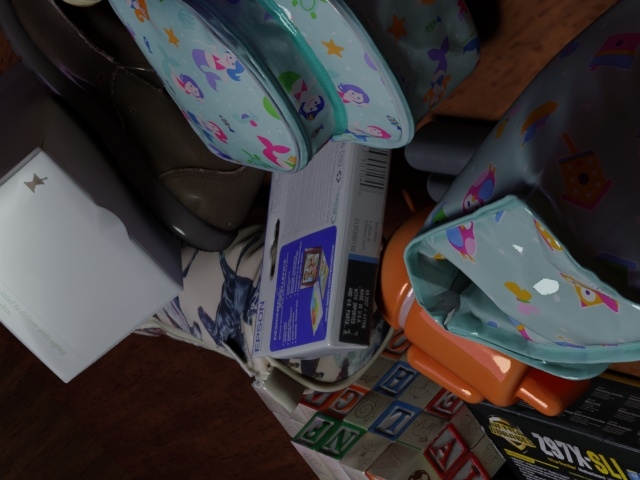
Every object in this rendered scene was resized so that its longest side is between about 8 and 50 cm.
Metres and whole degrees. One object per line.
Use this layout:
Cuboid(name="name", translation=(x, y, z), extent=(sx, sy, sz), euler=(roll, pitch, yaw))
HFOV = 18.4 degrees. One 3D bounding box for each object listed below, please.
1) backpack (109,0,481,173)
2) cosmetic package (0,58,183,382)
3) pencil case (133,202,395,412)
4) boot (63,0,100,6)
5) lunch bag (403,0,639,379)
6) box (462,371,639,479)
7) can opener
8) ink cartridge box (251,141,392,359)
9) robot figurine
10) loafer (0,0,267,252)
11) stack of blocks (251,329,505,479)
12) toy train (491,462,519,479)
Cuboid(name="backpack", translation=(-0.016, -0.165, 1.443), extent=(0.253, 0.191, 0.225), euler=(11, 142, 49))
Cuboid(name="cosmetic package", translation=(-0.252, -0.045, 1.931), extent=(0.197, 0.155, 0.365), euler=(48, -167, -19))
Cuboid(name="pencil case", translation=(-0.095, 0.048, 2.020), extent=(0.160, 0.183, 0.410), euler=(53, 159, -26))
Cuboid(name="boot", translation=(-0.240, -0.314, 1.689), extent=(0.262, 0.095, 0.203), euler=(49, 161, -19))
Cuboid(name="lunch bag", translation=(0.178, -0.038, 1.237), extent=(0.160, 0.223, 0.262), euler=(40, 162, -7))
Cuboid(name="box", translation=(0.301, 0.230, 1.768), extent=(0.322, 0.079, 0.257), euler=(12, 142, 56))
Cuboid(name="can opener", translation=(0.151, -0.032, 1.497), extent=(0.283, 0.095, 0.076), euler=(12, 142, 56))
Cuboid(name="ink cartridge box", translation=(0.000, 0.000, 1.729), extent=(0.045, 0.206, 0.208), euler=(9, 171, -20))
Cuboid(name="robot figurine", translation=(0.136, 0.051, 1.655), extent=(0.219, 0.128, 0.158), euler=(36, 162, 18))
Cuboid(name="loafer", translation=(-0.170, -0.158, 1.879), extent=(0.366, 0.130, 0.134), euler=(49, -165, 11))
Cuboid(name="stack of blocks", translation=(0.058, 0.175, 1.993), extent=(0.297, 0.171, 0.087), euler=(16, 147, 54))
Cuboid(name="toy train", translation=(0.193, 0.340, 1.944), extent=(0.190, 0.142, 0.334), euler=(65, 179, -40))
